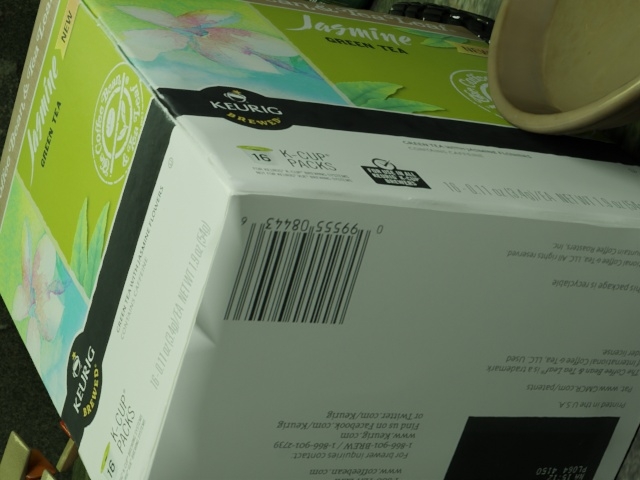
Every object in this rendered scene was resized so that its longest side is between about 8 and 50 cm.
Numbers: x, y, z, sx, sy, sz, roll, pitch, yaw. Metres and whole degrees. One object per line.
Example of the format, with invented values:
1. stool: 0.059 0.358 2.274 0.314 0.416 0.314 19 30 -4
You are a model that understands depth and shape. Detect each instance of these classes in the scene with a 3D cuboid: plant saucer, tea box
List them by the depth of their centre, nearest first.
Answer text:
1. plant saucer: 0.203 -0.174 0.926 0.278 0.041 0.278 -46 24 28
2. tea box: 0.000 0.000 0.989 0.323 0.329 0.220 48 126 50

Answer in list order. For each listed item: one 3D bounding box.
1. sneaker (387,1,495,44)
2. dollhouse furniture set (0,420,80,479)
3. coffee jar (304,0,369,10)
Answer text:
1. sneaker: 0.101 -0.098 1.285 0.283 0.107 0.124 -103 24 -59
2. dollhouse furniture set: -0.220 0.294 1.933 0.259 0.262 0.135 41 122 35
3. coffee jar: -0.003 -0.264 1.823 0.184 0.096 0.079 120 160 -52
